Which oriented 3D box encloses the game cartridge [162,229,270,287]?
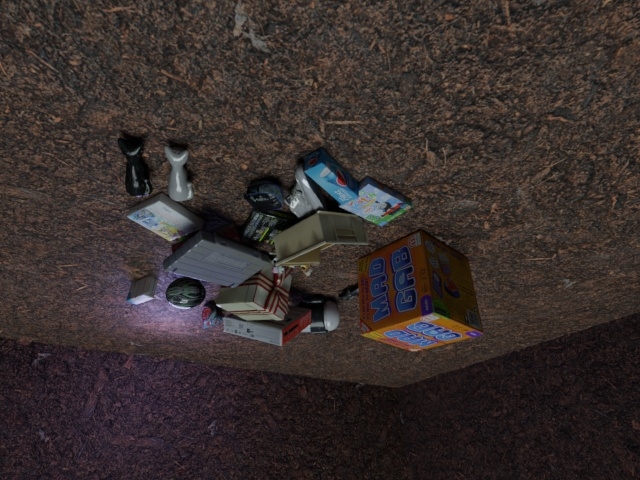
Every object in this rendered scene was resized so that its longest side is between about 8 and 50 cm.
[{"bbox_3d":[-0.392,0.079,1.574,0.230,0.068,0.355,-38,145,19],"label":"game cartridge"}]

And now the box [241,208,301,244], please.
[{"bbox_3d":[-0.195,-0.053,1.574,0.184,0.045,0.190,12,146,-23],"label":"box"}]

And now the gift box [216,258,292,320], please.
[{"bbox_3d":[-0.270,0.221,1.841,0.258,0.255,0.276,-9,152,32],"label":"gift box"}]

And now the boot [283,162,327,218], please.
[{"bbox_3d":[-0.068,-0.151,1.359,0.123,0.095,0.258,-15,147,11],"label":"boot"}]

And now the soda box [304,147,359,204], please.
[{"bbox_3d":[0.039,-0.203,1.303,0.071,0.067,0.210,-21,143,31],"label":"soda box"}]

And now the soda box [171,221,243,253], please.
[{"bbox_3d":[-0.444,0.024,1.593,0.263,0.083,0.092,-22,147,-1],"label":"soda box"}]

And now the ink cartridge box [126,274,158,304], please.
[{"bbox_3d":[-0.876,0.245,2.011,0.181,0.104,0.061,-19,144,29],"label":"ink cartridge box"}]

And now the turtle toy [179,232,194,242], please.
[{"bbox_3d":[-0.551,0.016,1.669,0.130,0.066,0.095,-15,145,23],"label":"turtle toy"}]

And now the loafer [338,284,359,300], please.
[{"bbox_3d":[0.159,0.260,2.073,0.170,0.062,0.061,-23,119,28],"label":"loafer"}]

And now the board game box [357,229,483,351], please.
[{"bbox_3d":[0.412,0.234,1.728,0.357,0.356,0.356,25,141,-35],"label":"board game box"}]

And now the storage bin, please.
[{"bbox_3d":[0.000,0.000,1.513,0.262,0.123,0.260,-26,161,39],"label":"storage bin"}]

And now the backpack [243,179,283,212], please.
[{"bbox_3d":[-0.184,-0.154,1.369,0.114,0.084,0.105,-3,147,20],"label":"backpack"}]

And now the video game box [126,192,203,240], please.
[{"bbox_3d":[-0.584,-0.083,1.529,0.187,0.048,0.205,-19,143,26],"label":"video game box"}]

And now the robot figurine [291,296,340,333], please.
[{"bbox_3d":[-0.032,0.412,2.210,0.278,0.173,0.209,-4,158,7],"label":"robot figurine"}]

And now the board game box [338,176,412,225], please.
[{"bbox_3d":[0.195,-0.133,1.440,0.212,0.039,0.160,22,143,-29],"label":"board game box"}]

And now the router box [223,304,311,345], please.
[{"bbox_3d":[-0.258,0.402,2.029,0.336,0.082,0.301,7,-168,26],"label":"router box"}]

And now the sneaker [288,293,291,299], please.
[{"bbox_3d":[-0.199,0.273,2.078,0.115,0.090,0.232,7,157,-22],"label":"sneaker"}]

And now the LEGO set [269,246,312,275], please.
[{"bbox_3d":[-0.133,0.078,1.733,0.107,0.132,0.287,6,176,24],"label":"LEGO set"}]

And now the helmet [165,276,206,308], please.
[{"bbox_3d":[-0.663,0.257,1.976,0.170,0.169,0.161,-11,162,19],"label":"helmet"}]

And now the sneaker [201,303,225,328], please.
[{"bbox_3d":[-0.615,0.427,2.338,0.125,0.104,0.262,-5,157,-25],"label":"sneaker"}]

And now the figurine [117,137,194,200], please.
[{"bbox_3d":[-0.509,-0.227,1.265,0.215,0.092,0.209,6,144,-10],"label":"figurine"}]
